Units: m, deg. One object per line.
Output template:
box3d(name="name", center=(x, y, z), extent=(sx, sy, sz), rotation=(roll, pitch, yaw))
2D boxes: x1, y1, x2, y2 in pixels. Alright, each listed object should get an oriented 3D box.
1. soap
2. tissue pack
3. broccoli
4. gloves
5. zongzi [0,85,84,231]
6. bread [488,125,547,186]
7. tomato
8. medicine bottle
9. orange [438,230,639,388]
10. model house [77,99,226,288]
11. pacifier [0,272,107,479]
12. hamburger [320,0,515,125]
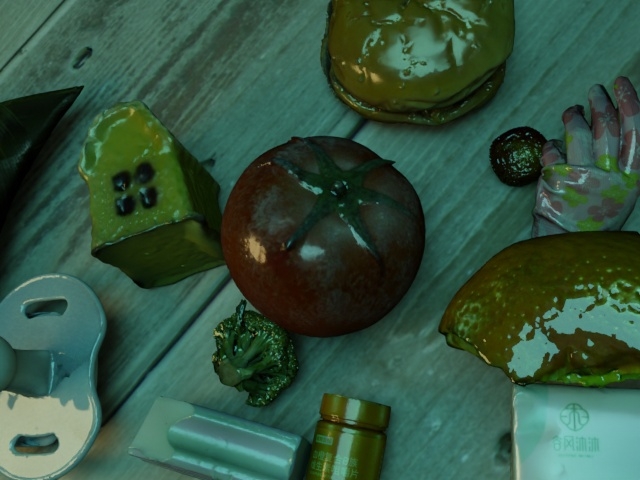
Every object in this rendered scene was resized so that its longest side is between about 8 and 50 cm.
box3d(name="soap", center=(-0.135, 0.275, 1.088), extent=(0.230, 0.145, 0.091), rotation=(14, 70, 12))
box3d(name="tissue pack", center=(0.393, 0.302, 0.917), extent=(0.356, 0.194, 0.266), rotation=(0, 76, 14))
box3d(name="broccoli", center=(-0.094, 0.159, 1.118), extent=(0.130, 0.120, 0.131), rotation=(45, 122, 5))
box3d(name="gloves", center=(0.355, -0.090, 1.054), extent=(0.145, 0.126, 0.241), rotation=(17, 106, 11))
box3d(name="zongzi", center=(-0.520, -0.015, 1.249), extent=(0.432, 0.208, 0.403), rotation=(-20, 76, -5))
box3d(name="bread", center=(0.276, -0.118, 1.137), extent=(0.085, 0.053, 0.085), rotation=(-4, 74, 13))
box3d(name="tomato", center=(0.000, 0.000, 1.072), extent=(0.264, 0.265, 0.265), rotation=(-4, 74, 13))
box3d(name="medicine bottle", center=(0.030, 0.301, 1.059), extent=(0.096, 0.096, 0.192), rotation=(9, 78, 16))
box3d(name="orange", center=(0.308, 0.089, 0.947), extent=(0.334, 0.262, 0.196), rotation=(-9, 67, 23))
box3d(name="model house", center=(-0.231, -0.076, 1.181), extent=(0.174, 0.193, 0.234), rotation=(-14, 69, 10))
box3d(name="pacifier", center=(-0.427, 0.182, 1.133), extent=(0.244, 0.233, 0.300), rotation=(-7, 72, 15))
box3d(name="hamburger", center=(0.133, -0.310, 1.174), extent=(0.318, 0.158, 0.319), rotation=(-4, 73, 15))
